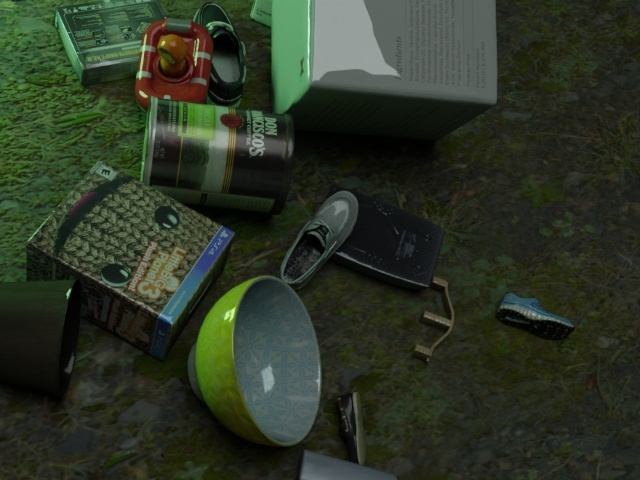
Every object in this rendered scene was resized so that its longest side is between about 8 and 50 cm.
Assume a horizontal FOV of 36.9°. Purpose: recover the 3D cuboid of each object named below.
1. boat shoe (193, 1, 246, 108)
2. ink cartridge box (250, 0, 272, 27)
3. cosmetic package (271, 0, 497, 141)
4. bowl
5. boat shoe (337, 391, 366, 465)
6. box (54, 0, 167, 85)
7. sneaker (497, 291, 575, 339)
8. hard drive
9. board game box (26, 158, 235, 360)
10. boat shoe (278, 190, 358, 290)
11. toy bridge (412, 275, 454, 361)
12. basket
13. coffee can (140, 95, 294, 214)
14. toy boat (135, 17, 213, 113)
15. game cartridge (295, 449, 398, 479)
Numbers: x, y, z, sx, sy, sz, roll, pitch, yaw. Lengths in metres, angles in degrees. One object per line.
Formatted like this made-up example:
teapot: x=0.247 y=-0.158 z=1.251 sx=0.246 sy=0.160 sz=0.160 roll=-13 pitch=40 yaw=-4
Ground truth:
boat shoe: x=-0.215 y=-0.423 z=2.104 sx=0.114 sy=0.091 sz=0.303 roll=-5 pitch=59 yaw=-20
ink cartridge box: x=-0.023 y=-0.615 z=2.274 sx=0.201 sy=0.117 sz=0.278 roll=21 pitch=54 yaw=-2
cosmetic package: x=0.122 y=-0.410 z=1.993 sx=0.393 sy=0.329 sz=0.328 roll=3 pitch=82 yaw=-16
bowl: x=-0.133 y=0.215 z=1.645 sx=0.156 sy=0.289 sz=0.290 roll=-13 pitch=50 yaw=26
boat shoe: x=0.056 y=0.339 z=1.712 sx=0.042 sy=0.049 sz=0.133 roll=-13 pitch=66 yaw=14
box: x=-0.434 y=-0.437 z=2.069 sx=0.231 sy=0.056 sz=0.183 roll=-17 pitch=65 yaw=-26
sneaker: x=0.442 y=0.145 z=1.944 sx=0.162 sy=0.063 sz=0.073 roll=21 pitch=51 yaw=-3
hard drive: x=0.114 y=0.000 z=1.945 sx=0.254 sy=0.054 sz=0.172 roll=21 pitch=54 yaw=-1
board game box: x=-0.343 y=0.033 z=1.731 sx=0.290 sy=0.141 sz=0.232 roll=28 pitch=54 yaw=3
boat shoe: x=-0.001 y=0.000 z=1.838 sx=0.079 sy=0.081 sz=0.228 roll=35 pitch=84 yaw=4
toy bridge: x=0.229 y=0.160 z=1.891 sx=0.063 sy=0.026 sz=0.188 roll=21 pitch=54 yaw=-4
basket: x=-0.528 y=0.151 z=1.591 sx=0.226 sy=0.154 sz=0.205 roll=7 pitch=98 yaw=-3
coffee can: x=-0.205 y=-0.163 z=1.867 sx=0.275 sy=0.202 sz=0.202 roll=6 pitch=56 yaw=-13
toy boat: x=-0.299 y=-0.362 z=1.946 sx=0.150 sy=0.151 sz=0.231 roll=5 pitch=71 yaw=-4
game cartridge: x=0.035 y=0.508 z=1.586 sx=0.198 sy=0.062 sz=0.297 roll=14 pitch=54 yaw=-3
